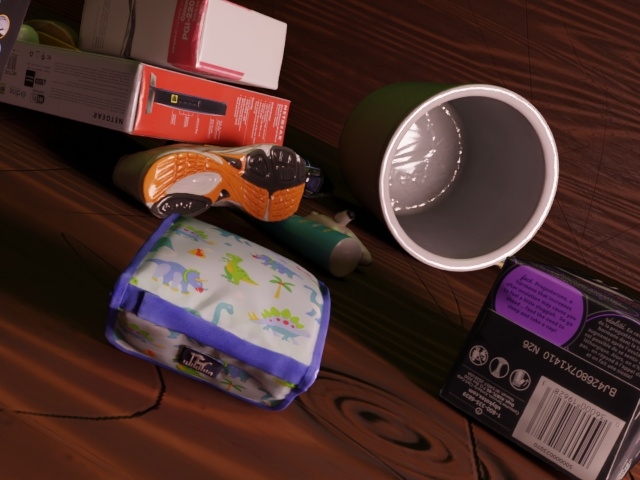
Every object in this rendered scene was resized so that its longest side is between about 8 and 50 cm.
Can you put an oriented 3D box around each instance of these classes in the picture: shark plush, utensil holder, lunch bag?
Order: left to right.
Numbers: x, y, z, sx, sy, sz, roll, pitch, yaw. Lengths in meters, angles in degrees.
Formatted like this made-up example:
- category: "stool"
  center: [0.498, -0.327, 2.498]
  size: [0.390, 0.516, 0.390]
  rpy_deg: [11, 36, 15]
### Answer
- category: "lunch bag"
  center: [-0.064, 0.048, 0.490]
  size: [0.129, 0.096, 0.151]
  rpy_deg: [24, 1, -6]
- category: "shark plush"
  center: [0.000, 0.000, 1.048]
  size: [0.161, 0.073, 0.067]
  rpy_deg: [7, -24, 43]
- category: "utensil holder"
  center: [0.219, -0.151, 1.449]
  size: [0.327, 0.328, 0.385]
  rpy_deg: [21, 10, -17]

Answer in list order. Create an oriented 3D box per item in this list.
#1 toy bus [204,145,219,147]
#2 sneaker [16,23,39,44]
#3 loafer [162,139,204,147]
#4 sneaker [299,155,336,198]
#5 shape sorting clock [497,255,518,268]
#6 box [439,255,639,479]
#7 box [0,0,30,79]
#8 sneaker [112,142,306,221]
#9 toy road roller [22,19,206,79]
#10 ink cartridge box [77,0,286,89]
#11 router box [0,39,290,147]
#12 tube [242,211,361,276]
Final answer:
- category: "toy bus"
  center: [-0.151, -0.221, 1.476]
  size: [0.108, 0.130, 0.333]
  rpy_deg: [23, 11, -2]
- category: "sneaker"
  center: [-0.491, -0.316, 1.108]
  size: [0.212, 0.094, 0.080]
  rpy_deg: [4, 5, 42]
- category: "loafer"
  center: [-0.213, -0.134, 1.126]
  size: [0.050, 0.056, 0.148]
  rpy_deg: [29, 10, -8]
- category: "sneaker"
  center: [-0.054, -0.124, 1.361]
  size: [0.090, 0.081, 0.232]
  rpy_deg: [24, 9, 28]
- category: "shape sorting clock"
  center: [0.341, 0.027, 1.603]
  size: [0.206, 0.040, 0.206]
  rpy_deg: [20, 13, -5]
- category: "box"
  center: [0.258, 0.118, 0.722]
  size: [0.165, 0.143, 0.270]
  rpy_deg: [30, 12, 31]
- category: "box"
  center: [-0.275, -0.137, 0.383]
  size: [0.073, 0.293, 0.295]
  rpy_deg: [26, 12, 11]
- category: "sneaker"
  center: [-0.132, -0.083, 0.918]
  size: [0.121, 0.099, 0.262]
  rpy_deg: [21, 14, 41]
- category: "toy road roller"
  center: [-0.362, -0.349, 1.331]
  size: [0.329, 0.241, 0.202]
  rpy_deg: [21, 11, -17]
- category: "ink cartridge box"
  center: [-0.177, -0.261, 0.957]
  size: [0.218, 0.092, 0.158]
  rpy_deg: [14, 8, 33]
- category: "router box"
  center: [-0.262, -0.198, 1.025]
  size: [0.335, 0.082, 0.301]
  rpy_deg: [16, 9, 30]
- category: "tube"
  center: [-0.033, -0.012, 0.985]
  size: [0.080, 0.052, 0.207]
  rpy_deg: [21, 5, -45]
